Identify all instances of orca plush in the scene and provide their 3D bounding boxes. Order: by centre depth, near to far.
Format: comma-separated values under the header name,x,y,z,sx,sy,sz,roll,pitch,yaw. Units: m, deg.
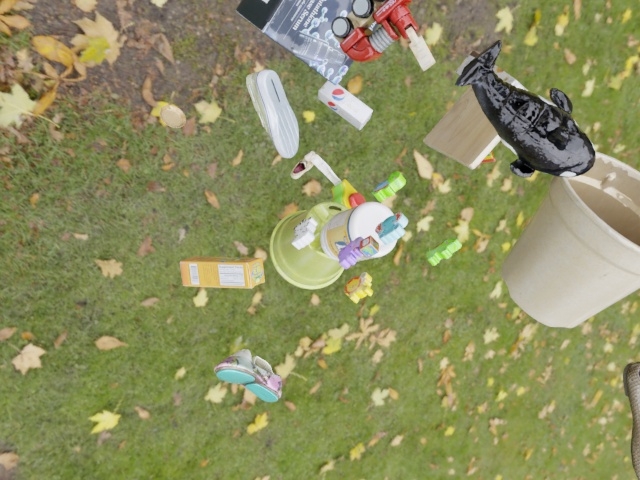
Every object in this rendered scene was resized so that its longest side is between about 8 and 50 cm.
name,x,y,z,sx,sy,sz,roll,pitch,yaw
orca plush,0.352,-0.191,0.808,0.151,0.102,0.287,-44,112,-4

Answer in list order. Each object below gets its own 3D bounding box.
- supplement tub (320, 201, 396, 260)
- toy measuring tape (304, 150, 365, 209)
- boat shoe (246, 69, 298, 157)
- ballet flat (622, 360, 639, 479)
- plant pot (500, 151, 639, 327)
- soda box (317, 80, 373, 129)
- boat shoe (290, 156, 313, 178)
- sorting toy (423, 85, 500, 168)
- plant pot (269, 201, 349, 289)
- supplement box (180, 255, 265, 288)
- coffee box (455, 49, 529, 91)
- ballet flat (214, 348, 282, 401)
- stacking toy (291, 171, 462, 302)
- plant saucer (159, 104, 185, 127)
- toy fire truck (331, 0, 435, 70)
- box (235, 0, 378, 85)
name,x,y,z,sx,sy,sz,roll,pitch,yaw
supplement tub,0.098,-0.016,1.396,0.144,0.199,0.144,5,79,-27
toy measuring tape,0.056,-0.158,1.784,0.330,0.121,0.121,45,75,-18
boat shoe,-0.153,-0.413,1.702,0.109,0.094,0.302,-43,131,-36
ballet flat,0.596,0.341,0.921,0.084,0.058,0.250,-4,84,-21
plant pot,0.573,0.022,1.142,0.334,0.334,0.305,-23,152,-41
soda box,0.095,-0.531,2.026,0.074,0.216,0.069,-51,175,-13
boat shoe,-0.065,-0.300,2.071,0.135,0.050,0.045,-50,176,-13
sorting toy,0.490,-0.342,1.597,0.257,0.255,0.089,-48,125,6
plant pot,0.000,0.000,1.651,0.276,0.276,0.254,-42,-178,-23
supplement box,-0.272,0.087,1.437,0.078,0.233,0.080,-23,112,-62
coffee box,0.608,-0.549,1.823,0.141,0.246,0.098,18,119,-41
ballet flat,-0.154,0.285,1.132,0.221,0.077,0.079,46,36,-46
stacking toy,0.084,-0.002,0.827,0.221,0.052,0.167,-30,120,28
plant saucer,-0.464,-0.384,1.626,0.083,0.083,0.015,-22,170,-41
toy fire truck,0.190,-0.563,1.451,0.217,0.246,0.158,-34,179,33
box,-0.031,-0.774,1.781,0.395,0.212,0.293,18,114,-49
